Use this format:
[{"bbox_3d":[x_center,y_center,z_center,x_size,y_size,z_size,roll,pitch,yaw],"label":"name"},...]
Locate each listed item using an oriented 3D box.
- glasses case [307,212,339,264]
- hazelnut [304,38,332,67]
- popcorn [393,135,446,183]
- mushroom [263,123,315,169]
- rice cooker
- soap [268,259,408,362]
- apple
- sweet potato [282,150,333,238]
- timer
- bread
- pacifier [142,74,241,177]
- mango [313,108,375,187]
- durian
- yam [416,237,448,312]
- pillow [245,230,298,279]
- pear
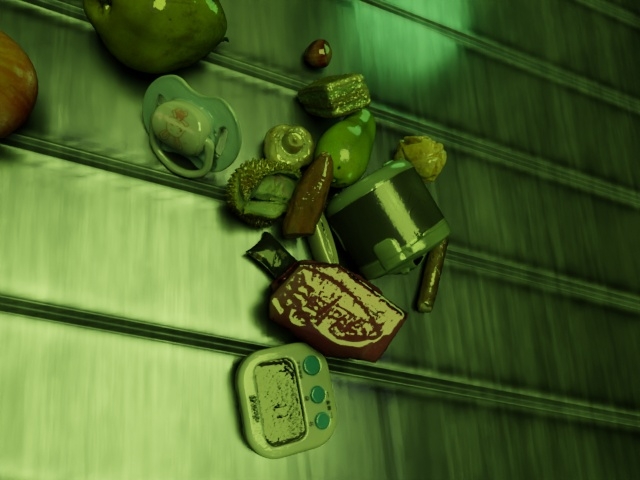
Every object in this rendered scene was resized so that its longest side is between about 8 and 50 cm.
[{"bbox_3d":[0.000,0.000,1.519,0.051,0.081,0.204,-14,84,-25],"label":"glasses case"},{"bbox_3d":[-0.007,-0.545,1.651,0.086,0.086,0.086,5,76,-19],"label":"hazelnut"},{"bbox_3d":[0.287,-0.233,1.642,0.152,0.167,0.148,-22,123,-42],"label":"popcorn"},{"bbox_3d":[-0.086,-0.250,1.529,0.148,0.112,0.148,10,68,-25],"label":"mushroom"},{"bbox_3d":[0.180,-0.046,1.497,0.288,0.288,0.277,-32,91,-24],"label":"rice cooker"},{"bbox_3d":[0.032,0.168,1.408,0.325,0.127,0.220,36,86,0],"label":"soap"},{"bbox_3d":[-0.776,-0.345,1.229,0.286,0.233,0.286,3,77,-15],"label":"apple"},{"bbox_3d":[-0.024,-0.106,1.437,0.097,0.097,0.251,21,105,-15],"label":"sweet potato"},{"bbox_3d":[-0.086,0.389,1.390,0.237,0.087,0.262,-7,80,-22],"label":"timer"},{"bbox_3d":[0.035,-0.404,1.573,0.138,0.196,0.102,-25,114,-25],"label":"bread"},{"bbox_3d":[-0.306,-0.293,1.438,0.287,0.238,0.226,27,35,14],"label":"pacifier"},{"bbox_3d":[0.076,-0.258,1.553,0.143,0.175,0.293,14,46,16],"label":"mango"},{"bbox_3d":[-0.149,-0.131,1.468,0.138,0.237,0.193,32,85,34],"label":"durian"},{"bbox_3d":[0.327,0.094,1.631,0.057,0.057,0.241,24,70,-14],"label":"yam"},{"bbox_3d":[-0.116,0.050,1.479,0.150,0.048,0.090,45,73,-5],"label":"pillow"},{"bbox_3d":[-0.387,-0.560,1.409,0.375,0.287,0.287,4,75,-43],"label":"pear"}]
